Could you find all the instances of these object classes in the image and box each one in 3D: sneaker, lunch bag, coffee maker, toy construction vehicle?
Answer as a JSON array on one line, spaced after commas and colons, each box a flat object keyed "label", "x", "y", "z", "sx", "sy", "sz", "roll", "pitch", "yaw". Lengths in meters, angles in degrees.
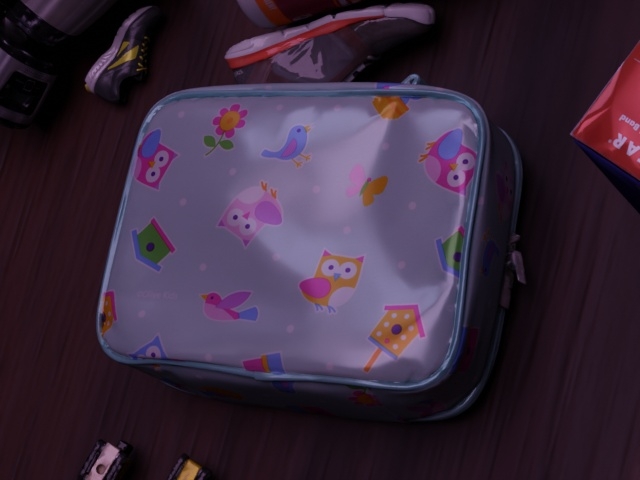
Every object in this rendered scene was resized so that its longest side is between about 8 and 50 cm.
[{"label": "sneaker", "x": -0.142, "y": -0.139, "z": 1.352, "sx": 0.035, "sy": 0.031, "sz": 0.083, "roll": 38, "pitch": 96, "yaw": 16}, {"label": "lunch bag", "x": 0.000, "y": 0.000, "z": 1.196, "sx": 0.279, "sy": 0.108, "sz": 0.224, "roll": 3, "pitch": 72, "yaw": 25}, {"label": "coffee maker", "x": -0.225, "y": -0.198, "z": 1.356, "sx": 0.178, "sy": 0.120, "sz": 0.171, "roll": -47, "pitch": 35, "yaw": 14}, {"label": "sneaker", "x": 0.012, "y": -0.128, "z": 1.271, "sx": 0.157, "sy": 0.061, "sz": 0.065, "roll": -13, "pitch": 96, "yaw": 21}, {"label": "toy construction vehicle", "x": -0.128, "y": 0.183, "z": 1.242, "sx": 0.086, "sy": 0.035, "sz": 0.098, "roll": 28, "pitch": 89, "yaw": 18}]

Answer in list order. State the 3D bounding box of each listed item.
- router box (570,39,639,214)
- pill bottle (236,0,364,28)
[{"label": "router box", "x": 0.299, "y": -0.104, "z": 0.963, "sx": 0.082, "sy": 0.335, "sz": 0.301, "roll": 38, "pitch": 93, "yaw": 29}, {"label": "pill bottle", "x": 0.043, "y": -0.233, "z": 1.239, "sx": 0.221, "sy": 0.121, "sz": 0.121, "roll": -15, "pitch": 68, "yaw": 16}]
